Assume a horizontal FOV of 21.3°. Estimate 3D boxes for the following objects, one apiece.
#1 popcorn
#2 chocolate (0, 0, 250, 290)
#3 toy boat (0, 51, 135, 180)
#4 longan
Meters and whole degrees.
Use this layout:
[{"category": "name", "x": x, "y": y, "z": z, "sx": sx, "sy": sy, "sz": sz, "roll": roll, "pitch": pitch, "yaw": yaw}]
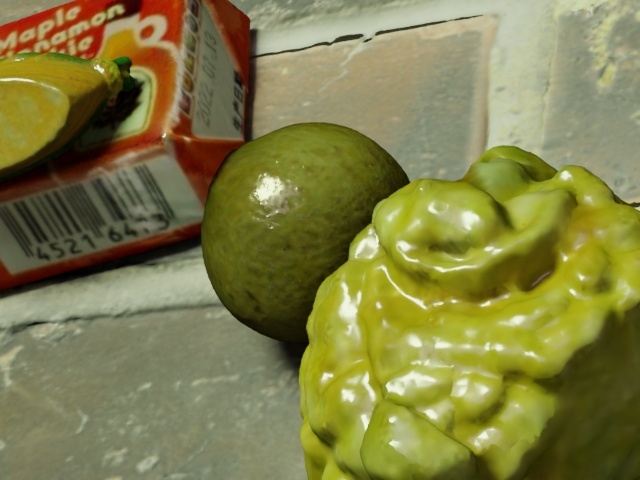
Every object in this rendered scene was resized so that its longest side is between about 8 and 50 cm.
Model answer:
[{"category": "popcorn", "x": 0.100, "y": 0.070, "z": 1.009, "sx": 0.250, "sy": 0.235, "sz": 0.242, "roll": -27, "pitch": 17, "yaw": -19}, {"category": "chocolate", "x": -0.184, "y": -0.098, "z": 1.393, "sx": 0.237, "sy": 0.108, "sz": 0.235, "roll": -16, "pitch": 47, "yaw": 20}, {"category": "toy boat", "x": -0.251, "y": -0.090, "z": 1.303, "sx": 0.229, "sy": 0.089, "sz": 0.088, "roll": -18, "pitch": 10, "yaw": 14}, {"category": "longan", "x": 0.000, "y": 0.000, "z": 1.191, "sx": 0.176, "sy": 0.145, "sz": 0.155, "roll": 38, "pitch": 102, "yaw": 4}]
